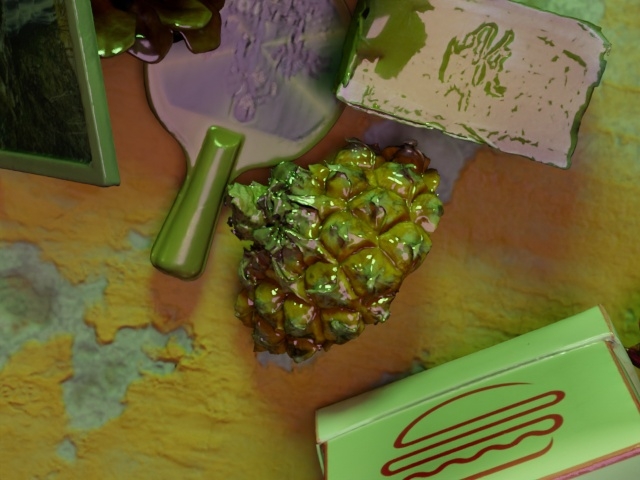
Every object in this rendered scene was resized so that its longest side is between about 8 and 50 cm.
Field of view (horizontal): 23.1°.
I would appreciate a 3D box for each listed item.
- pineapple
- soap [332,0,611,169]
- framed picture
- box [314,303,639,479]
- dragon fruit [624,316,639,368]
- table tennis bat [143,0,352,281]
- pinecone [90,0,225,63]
[{"bbox_3d":[0.004,-0.004,1.418,0.250,0.140,0.164,-45,126,-2],"label":"pineapple"},{"bbox_3d":[0.138,-0.161,1.425,0.233,0.076,0.135,15,101,-10],"label":"soap"},{"bbox_3d":[-0.254,-0.209,1.295,0.020,0.240,0.324,-17,108,-34],"label":"framed picture"},{"bbox_3d":[0.188,0.291,1.435,0.312,0.300,0.314,-21,106,6],"label":"box"},{"bbox_3d":[0.439,0.097,1.570,0.274,0.126,0.161,-5,136,13],"label":"dragon fruit"},{"bbox_3d":[-0.083,-0.116,1.447,0.198,0.050,0.320,19,94,-15],"label":"table tennis bat"},{"bbox_3d":[-0.146,-0.274,1.314,0.201,0.202,0.228,-37,79,40],"label":"pinecone"}]
